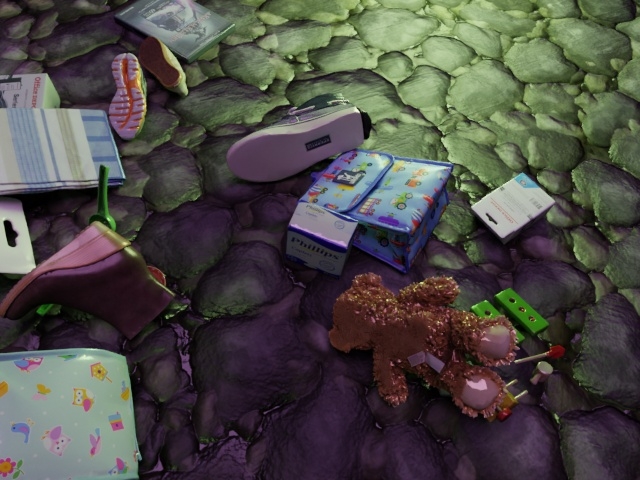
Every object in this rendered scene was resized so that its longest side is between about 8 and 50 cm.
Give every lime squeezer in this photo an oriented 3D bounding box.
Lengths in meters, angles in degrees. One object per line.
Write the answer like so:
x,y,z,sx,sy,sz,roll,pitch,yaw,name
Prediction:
-0.459,0.006,1.020,0.059,0.110,0.310,24,89,-9,lime squeezer

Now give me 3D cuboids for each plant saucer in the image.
-0.351,0.090,1.024,0.084,0.013,0.083,2,59,-4,plant saucer

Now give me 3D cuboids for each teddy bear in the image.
0.180,0.176,0.918,0.338,0.113,0.244,-4,89,37,teddy bear

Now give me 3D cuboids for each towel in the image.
-0.582,-0.192,1.093,0.285,0.034,0.209,-11,70,-35,towel

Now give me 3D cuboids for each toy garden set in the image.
0.339,0.218,0.976,0.245,0.049,0.203,-21,49,-23,toy garden set

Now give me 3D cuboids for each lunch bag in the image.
-0.421,0.293,0.805,0.263,0.160,0.223,8,51,-40,lunch bag
0.109,-0.095,1.135,0.294,0.138,0.221,22,56,24,lunch bag

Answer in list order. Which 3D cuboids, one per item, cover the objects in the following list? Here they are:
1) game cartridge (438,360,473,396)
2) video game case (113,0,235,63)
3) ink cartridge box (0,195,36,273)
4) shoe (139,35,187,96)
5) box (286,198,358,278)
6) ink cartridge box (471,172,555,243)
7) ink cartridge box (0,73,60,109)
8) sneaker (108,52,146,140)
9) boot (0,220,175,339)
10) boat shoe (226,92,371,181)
0.258,0.265,0.976,0.084,0.017,0.055,-11,57,-12,game cartridge
-0.408,-0.611,1.442,0.274,0.026,0.196,32,61,15,video game case
-0.729,0.010,0.918,0.354,0.119,0.207,6,48,-48,ink cartridge box
-0.405,-0.448,1.330,0.077,0.058,0.219,-40,62,8,shoe
0.000,0.000,1.040,0.126,0.137,0.072,21,60,7,box
0.427,-0.066,1.168,0.180,0.060,0.104,-30,67,-22,ink cartridge box
-0.726,-0.299,1.182,0.209,0.086,0.152,-7,60,-11,ink cartridge box
-0.454,-0.339,1.243,0.084,0.083,0.214,-2,77,-1,sneaker
-0.421,0.111,0.935,0.248,0.090,0.206,-42,101,-7,boot
-0.062,-0.249,1.216,0.341,0.127,0.158,-16,37,-8,boat shoe
